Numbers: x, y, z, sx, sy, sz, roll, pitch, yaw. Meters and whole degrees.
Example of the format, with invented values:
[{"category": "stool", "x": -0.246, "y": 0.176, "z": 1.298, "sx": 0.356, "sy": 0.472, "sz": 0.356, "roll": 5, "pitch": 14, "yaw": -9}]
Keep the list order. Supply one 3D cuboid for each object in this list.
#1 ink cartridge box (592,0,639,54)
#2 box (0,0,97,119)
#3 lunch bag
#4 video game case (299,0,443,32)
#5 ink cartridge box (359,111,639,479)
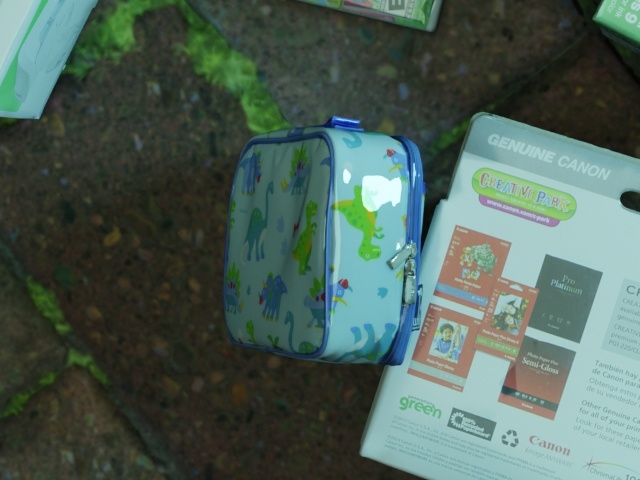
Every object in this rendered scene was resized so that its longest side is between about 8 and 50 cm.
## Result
[{"category": "ink cartridge box", "x": 0.310, "y": -0.143, "z": 1.225, "sx": 0.212, "sy": 0.154, "sz": 0.093, "roll": 28, "pitch": 98, "yaw": 8}, {"category": "box", "x": -0.281, "y": -0.261, "z": 1.354, "sx": 0.231, "sy": 0.127, "sz": 0.262, "roll": 30, "pitch": 98, "yaw": 10}, {"category": "lunch bag", "x": 0.000, "y": 0.000, "z": 1.267, "sx": 0.090, "sy": 0.219, "sz": 0.176, "roll": 3, "pitch": 89, "yaw": -22}, {"category": "video game case", "x": 0.023, "y": -0.288, "z": 1.341, "sx": 0.193, "sy": 0.023, "sz": 0.212, "roll": 15, "pitch": 96, "yaw": 10}, {"category": "ink cartridge box", "x": 0.221, "y": 0.074, "z": 1.269, "sx": 0.309, "sy": 0.130, "sz": 0.272, "roll": 19, "pitch": 97, "yaw": 9}]
